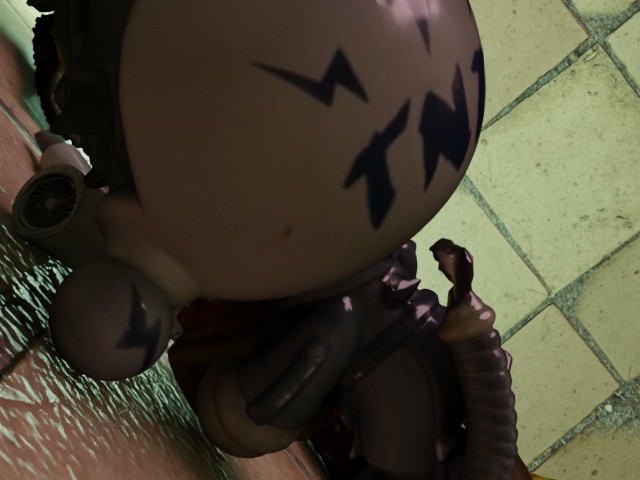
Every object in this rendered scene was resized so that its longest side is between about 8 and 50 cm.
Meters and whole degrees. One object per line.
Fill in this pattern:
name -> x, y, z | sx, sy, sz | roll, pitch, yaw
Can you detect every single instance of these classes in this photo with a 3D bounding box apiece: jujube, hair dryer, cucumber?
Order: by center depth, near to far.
hair dryer -> -0.143, -0.030, 0.585 | 0.183, 0.044, 0.155 | 46, -4, 32
jujube -> 0.039, 0.144, 0.812 | 0.104, 0.104, 0.166 | 51, -1, -38
cucumber -> -0.210, -0.160, 0.914 | 0.096, 0.096, 0.359 | 51, -2, -27

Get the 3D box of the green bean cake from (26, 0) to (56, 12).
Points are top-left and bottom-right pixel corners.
green bean cake -> -0.236, -0.408, 0.950 | 0.319, 0.218, 0.335 | 53, 22, -22

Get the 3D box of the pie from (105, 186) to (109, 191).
pie -> -0.132, -0.007, 0.724 | 0.085, 0.017, 0.085 | 52, -1, 2

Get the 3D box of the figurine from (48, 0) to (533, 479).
figurine -> 0.000, -0.002, 0.485 | 0.261, 0.186, 0.382 | -53, 131, -52

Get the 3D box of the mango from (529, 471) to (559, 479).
mango -> 0.183, 0.288, 0.807 | 0.191, 0.160, 0.290 | 45, -10, 5
